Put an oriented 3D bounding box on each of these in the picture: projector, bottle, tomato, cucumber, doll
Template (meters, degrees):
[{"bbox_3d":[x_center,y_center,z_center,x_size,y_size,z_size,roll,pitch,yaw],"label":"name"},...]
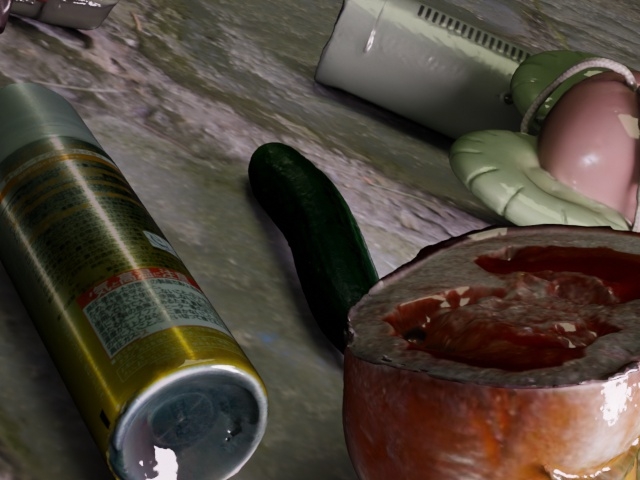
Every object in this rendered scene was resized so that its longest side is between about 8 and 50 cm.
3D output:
[{"bbox_3d":[0.164,-0.128,1.383,0.337,0.108,0.108,24,22,-2],"label":"projector"},{"bbox_3d":[-0.119,0.014,0.794,0.082,0.082,0.286,9,27,-34],"label":"bottle"},{"bbox_3d":[0.110,0.090,0.756,0.180,0.155,0.214,16,28,36],"label":"tomato"},{"bbox_3d":[0.000,0.000,0.991,0.056,0.056,0.284,14,23,-24],"label":"cucumber"},{"bbox_3d":[0.257,-0.073,1.210,0.268,0.216,0.284,23,35,13],"label":"doll"}]

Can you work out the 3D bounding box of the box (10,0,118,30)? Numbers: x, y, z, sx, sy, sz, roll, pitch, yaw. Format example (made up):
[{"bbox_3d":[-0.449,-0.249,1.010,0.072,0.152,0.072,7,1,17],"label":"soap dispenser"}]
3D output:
[{"bbox_3d":[-0.257,-0.260,1.215,0.210,0.129,0.148,8,26,-35],"label":"box"}]

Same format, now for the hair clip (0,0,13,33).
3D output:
[{"bbox_3d":[-0.345,-0.154,0.909,0.101,0.085,0.330,4,5,42],"label":"hair clip"}]
